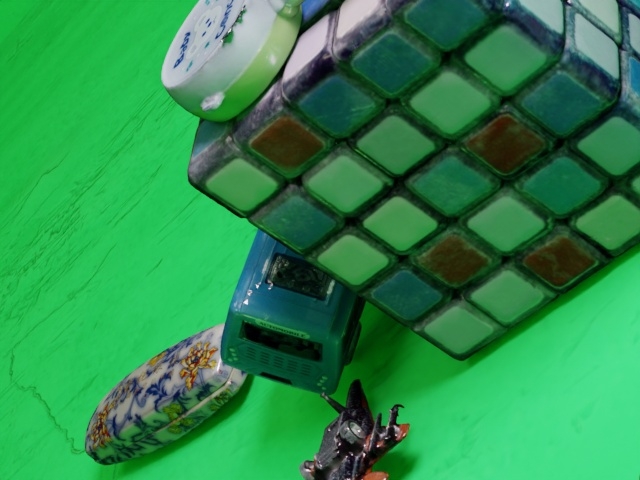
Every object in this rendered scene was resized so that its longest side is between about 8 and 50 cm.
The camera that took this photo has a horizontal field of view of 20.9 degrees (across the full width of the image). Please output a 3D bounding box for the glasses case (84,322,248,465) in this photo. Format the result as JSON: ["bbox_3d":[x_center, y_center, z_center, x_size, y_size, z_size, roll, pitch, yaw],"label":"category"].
[{"bbox_3d":[-0.155,0.157,1.732,0.248,0.065,0.087,-32,35,41],"label":"glasses case"}]

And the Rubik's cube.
[{"bbox_3d":[0.106,-0.135,1.329,0.293,0.287,0.292,-39,28,34],"label":"Rubik's cube"}]

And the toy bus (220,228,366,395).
[{"bbox_3d":[0.000,0.000,1.516,0.134,0.114,0.246,97,-169,-60],"label":"toy bus"}]

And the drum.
[{"bbox_3d":[-0.025,-0.158,1.190,0.253,0.049,0.130,-24,40,51],"label":"drum"}]

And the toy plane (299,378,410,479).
[{"bbox_3d":[0.022,0.161,1.390,0.130,0.061,0.189,-47,25,23],"label":"toy plane"}]
